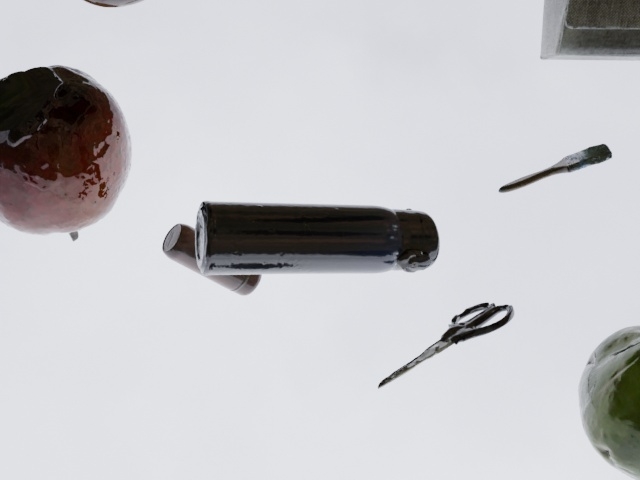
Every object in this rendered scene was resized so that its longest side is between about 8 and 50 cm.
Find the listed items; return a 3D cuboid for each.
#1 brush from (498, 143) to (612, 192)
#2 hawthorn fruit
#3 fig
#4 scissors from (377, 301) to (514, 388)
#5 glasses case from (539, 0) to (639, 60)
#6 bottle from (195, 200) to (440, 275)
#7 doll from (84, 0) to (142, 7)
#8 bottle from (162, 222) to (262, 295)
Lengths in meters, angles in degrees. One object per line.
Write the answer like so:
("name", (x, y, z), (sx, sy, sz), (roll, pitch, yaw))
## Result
("brush", (0.402, -0.119, 1.329), (0.196, 0.021, 0.070), (-22, -163, 16))
("hawthorn fruit", (-0.348, -0.102, 1.004), (0.215, 0.250, 0.215), (-5, -152, 3))
("fig", (0.449, 0.179, 0.978), (0.206, 0.275, 0.206), (7, -133, -7))
("scissors", (0.203, 0.172, 1.282), (0.300, 0.022, 0.109), (-25, -167, -31))
("glasses case", (0.221, -0.128, 0.394), (0.205, 0.071, 0.047), (0, -169, -2))
("bottle", (0.000, 0.000, 0.775), (0.244, 0.072, 0.082), (0, -143, -19))
("doll", (-0.193, -0.379, 0.650), (0.318, 0.340, 0.209), (-39, -114, -1))
("bottle", (-0.146, 0.027, 1.052), (0.140, 0.053, 0.053), (32, -140, -31))
